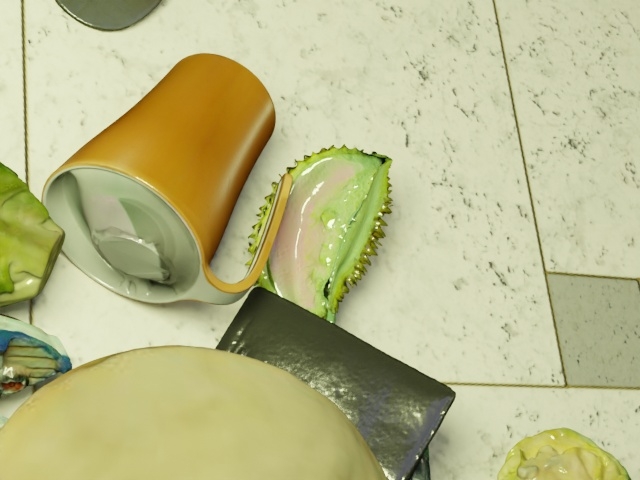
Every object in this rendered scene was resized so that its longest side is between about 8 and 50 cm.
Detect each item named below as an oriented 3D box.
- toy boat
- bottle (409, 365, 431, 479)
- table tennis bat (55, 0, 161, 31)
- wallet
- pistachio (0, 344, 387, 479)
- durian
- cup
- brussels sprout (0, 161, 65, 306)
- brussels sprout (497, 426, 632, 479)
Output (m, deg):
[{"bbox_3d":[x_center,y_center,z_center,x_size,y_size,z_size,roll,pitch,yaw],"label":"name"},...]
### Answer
[{"bbox_3d":[-0.355,0.124,1.152,0.262,0.114,0.115,7,47,-16],"label":"toy boat"},{"bbox_3d":[0.070,0.293,1.322,0.093,0.093,0.330,11,63,-24],"label":"bottle"},{"bbox_3d":[-0.217,-0.338,1.494,0.131,0.022,0.234,41,66,-5],"label":"table tennis bat"},{"bbox_3d":[0.006,0.148,1.324,0.244,0.025,0.124,28,71,14],"label":"wallet"},{"bbox_3d":[-0.110,0.274,1.107,0.445,0.281,0.365,23,76,-38],"label":"pistachio"},{"bbox_3d":[-0.002,0.003,1.424,0.137,0.095,0.220,14,69,18],"label":"durian"},{"bbox_3d":[-0.137,-0.058,1.335,0.226,0.182,0.264,35,49,-5],"label":"cup"},{"bbox_3d":[-0.339,-0.008,1.222,0.181,0.143,0.161,31,21,2],"label":"brussels sprout"},{"bbox_3d":[0.261,0.294,1.412,0.152,0.122,0.149,15,39,5],"label":"brussels sprout"}]
